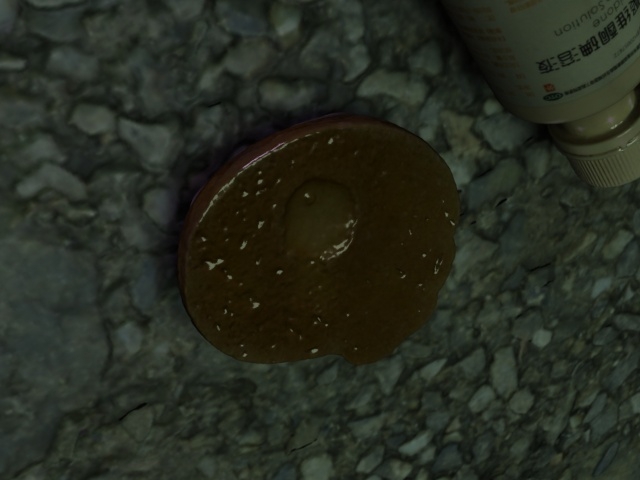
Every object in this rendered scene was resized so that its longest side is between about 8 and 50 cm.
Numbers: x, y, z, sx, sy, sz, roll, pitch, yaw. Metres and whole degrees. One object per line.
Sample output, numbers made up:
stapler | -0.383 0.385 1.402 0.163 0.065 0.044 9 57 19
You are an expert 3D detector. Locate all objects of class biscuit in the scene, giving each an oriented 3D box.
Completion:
biscuit | 0.000 0.000 0.607 0.208 0.049 0.181 2 114 -30

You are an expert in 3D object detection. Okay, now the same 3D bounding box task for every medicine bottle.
medicine bottle | 0.151 -0.136 0.580 0.114 0.114 0.252 -42 128 -3
